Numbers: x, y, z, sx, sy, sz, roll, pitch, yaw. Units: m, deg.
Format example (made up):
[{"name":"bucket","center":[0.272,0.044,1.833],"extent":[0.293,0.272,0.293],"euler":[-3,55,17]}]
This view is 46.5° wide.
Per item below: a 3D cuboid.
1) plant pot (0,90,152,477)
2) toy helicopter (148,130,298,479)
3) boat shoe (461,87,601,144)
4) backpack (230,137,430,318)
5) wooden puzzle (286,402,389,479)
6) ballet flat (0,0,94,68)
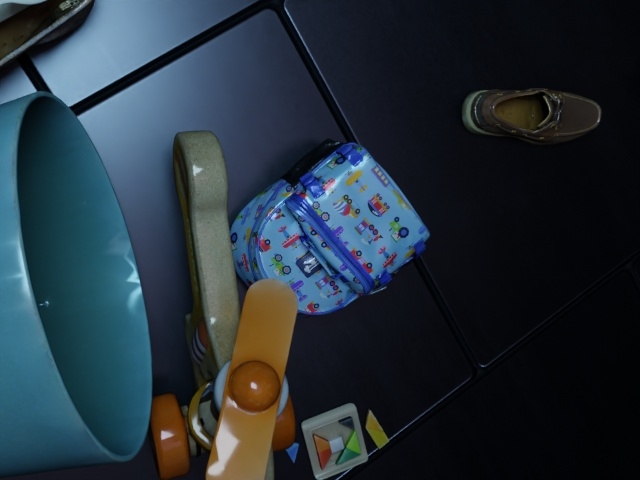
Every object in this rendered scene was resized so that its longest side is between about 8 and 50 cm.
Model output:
[{"name":"plant pot","center":[-0.289,0.054,0.586],"extent":[0.235,0.293,0.293],"euler":[-14,100,-2]},{"name":"toy helicopter","center":[-0.092,0.078,0.674],"extent":[0.140,0.235,0.355],"euler":[-9,98,-18]},{"name":"boat shoe","center":[0.255,-0.144,0.863],"extent":[0.178,0.060,0.064],"euler":[-1,96,-19]},{"name":"backpack","center":[0.000,0.000,0.762],"extent":[0.173,0.117,0.158],"euler":[-38,105,-9]},{"name":"wooden puzzle","center":[0.018,0.228,0.844],"extent":[0.116,0.014,0.078],"euler":[-25,103,-15]},{"name":"ballet flat","center":[-0.301,-0.168,0.591],"extent":[0.316,0.106,0.107],"euler":[-49,116,-31]}]
